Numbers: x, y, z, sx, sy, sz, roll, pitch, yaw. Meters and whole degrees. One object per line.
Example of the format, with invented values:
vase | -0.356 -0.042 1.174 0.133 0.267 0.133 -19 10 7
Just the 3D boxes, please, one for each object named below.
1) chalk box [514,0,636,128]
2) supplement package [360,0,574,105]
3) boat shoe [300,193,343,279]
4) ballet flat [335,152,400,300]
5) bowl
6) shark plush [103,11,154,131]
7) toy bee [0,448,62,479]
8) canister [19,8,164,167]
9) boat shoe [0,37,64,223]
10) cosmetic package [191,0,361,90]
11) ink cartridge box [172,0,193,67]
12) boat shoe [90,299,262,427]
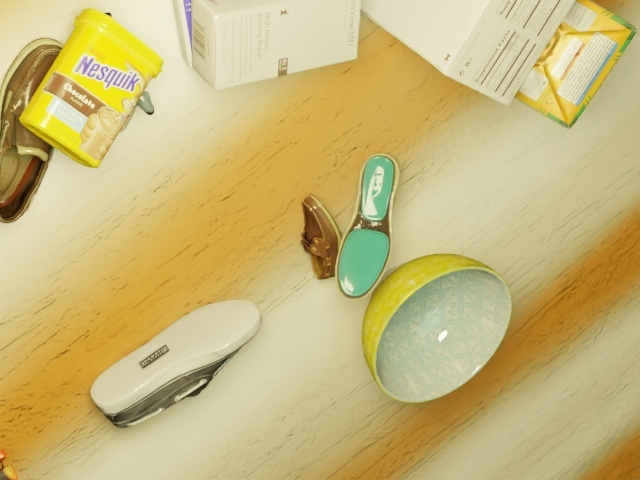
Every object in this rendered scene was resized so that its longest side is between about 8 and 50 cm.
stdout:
chalk box | 0.365 -0.305 1.907 0.180 0.179 0.289 -59 176 15
supplement package | 0.205 -0.355 1.743 0.145 0.262 0.204 17 110 -41
boat shoe | 0.000 0.000 1.998 0.060 0.064 0.178 -33 136 -13
ballet flat | 0.081 -0.019 1.981 0.086 0.086 0.248 24 79 -42
bowl | 0.179 0.127 2.147 0.289 0.156 0.289 -18 130 -23
shark plush | -0.273 -0.224 1.642 0.067 0.073 0.161 -22 128 -41
toy bee | -0.487 0.418 1.931 0.195 0.162 0.298 -8 150 -40
canister | -0.297 -0.194 1.570 0.126 0.073 0.170 36 77 -34
boat shoe | -0.384 -0.138 1.614 0.095 0.095 0.257 7 117 -37
cosmetic package | -0.060 -0.294 1.670 0.231 0.085 0.117 -17 131 -24
ink cartridge box | -0.109 -0.365 1.674 0.206 0.045 0.208 -22 133 -20
boat shoe | -0.221 0.206 1.968 0.301 0.108 0.102 -33 134 -7
